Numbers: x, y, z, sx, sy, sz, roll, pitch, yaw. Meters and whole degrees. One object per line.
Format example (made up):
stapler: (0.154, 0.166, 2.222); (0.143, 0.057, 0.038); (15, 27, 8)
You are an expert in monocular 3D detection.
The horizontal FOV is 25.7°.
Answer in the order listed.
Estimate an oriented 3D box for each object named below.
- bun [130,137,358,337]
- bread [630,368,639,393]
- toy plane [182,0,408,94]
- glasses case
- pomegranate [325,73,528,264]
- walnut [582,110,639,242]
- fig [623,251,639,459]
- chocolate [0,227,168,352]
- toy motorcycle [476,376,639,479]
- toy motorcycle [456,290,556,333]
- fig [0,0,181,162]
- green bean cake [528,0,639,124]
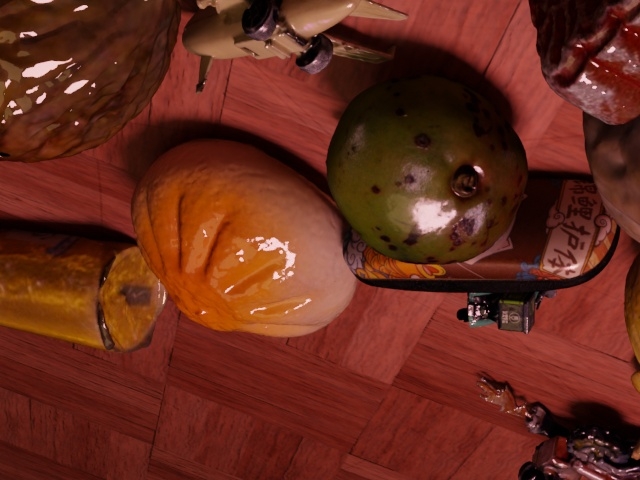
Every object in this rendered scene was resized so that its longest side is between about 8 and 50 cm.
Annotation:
bun: (-0.105, 0.023, 1.686); (0.299, 0.165, 0.299); (26, 153, 14)
bread: (0.472, 0.196, 1.756); (0.149, 0.065, 0.188); (12, 156, 38)
toy plane: (-0.048, -0.213, 1.351); (0.256, 0.104, 0.242); (-18, 149, 40)
glasses case: (0.169, -0.006, 1.529); (0.321, 0.122, 0.082); (-1, 140, 34)
pomegranate: (0.094, -0.075, 1.425); (0.202, 0.202, 0.248); (36, 179, -26)
walnut: (0.331, -0.084, 1.189); (0.224, 0.224, 0.224); (16, 151, 9)
fig: (0.374, 0.109, 1.468); (0.159, 0.257, 0.159); (23, 167, 5)
chocolate: (-0.446, 0.058, 2.020); (0.445, 0.162, 0.162); (7, 149, 27)
toy motorcycle: (0.382, 0.319, 1.952); (0.401, 0.134, 0.207); (28, 145, -15)
toy motorcycle: (0.212, 0.057, 1.598); (0.100, 0.173, 0.058); (6, 107, 19)
fig: (-0.209, -0.208, 1.246); (0.368, 0.286, 0.286); (0, 146, 42)
green bean cake: (0.259, -0.221, 1.094); (0.097, 0.198, 0.232); (24, 137, -24)
